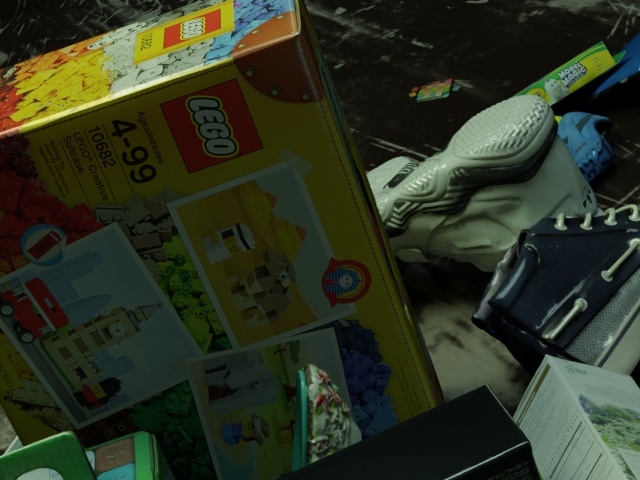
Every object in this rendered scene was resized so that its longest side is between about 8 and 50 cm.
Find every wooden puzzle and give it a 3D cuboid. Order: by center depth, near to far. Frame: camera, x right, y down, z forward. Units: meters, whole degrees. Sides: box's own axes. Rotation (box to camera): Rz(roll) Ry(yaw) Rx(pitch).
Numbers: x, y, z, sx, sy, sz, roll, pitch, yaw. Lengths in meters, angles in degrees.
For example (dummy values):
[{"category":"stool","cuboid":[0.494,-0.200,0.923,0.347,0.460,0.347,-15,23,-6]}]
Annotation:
[{"category":"wooden puzzle","cuboid":[0.172,-0.226,2.085,0.083,0.006,0.049,-9,31,20]}]

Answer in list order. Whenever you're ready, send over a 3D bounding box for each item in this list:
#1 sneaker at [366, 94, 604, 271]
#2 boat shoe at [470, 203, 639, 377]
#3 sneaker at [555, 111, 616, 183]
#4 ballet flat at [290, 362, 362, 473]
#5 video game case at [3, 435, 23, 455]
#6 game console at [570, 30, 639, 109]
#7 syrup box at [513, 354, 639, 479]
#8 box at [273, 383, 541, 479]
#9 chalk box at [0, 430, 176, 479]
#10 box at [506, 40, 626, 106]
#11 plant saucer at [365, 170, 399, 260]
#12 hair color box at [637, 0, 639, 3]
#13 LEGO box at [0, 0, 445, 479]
[{"category":"sneaker","cuboid":[0.161,-0.004,1.567,0.366,0.210,0.137,-28,18,41]},{"category":"boat shoe","cuboid":[0.291,0.004,1.399,0.340,0.158,0.127,-52,-1,-29]},{"category":"sneaker","cuboid":[0.318,-0.098,1.715,0.082,0.069,0.209,-3,33,22]},{"category":"ballet flat","cuboid":[0.008,0.219,1.231,0.077,0.241,0.091,1,21,-9]},{"category":"video game case","cuboid":[-0.267,0.211,1.617,0.173,0.022,0.190,-5,33,26]},{"category":"game console","cuboid":[0.527,-0.247,1.875,0.250,0.173,0.293,33,54,19]},{"category":"syrup box","cuboid":[0.252,0.204,1.191,0.093,0.096,0.237,16,21,-19]},{"category":"box","cuboid":[0.062,0.263,1.155,0.261,0.184,0.103,-23,27,-5]},{"category":"chalk box","cuboid":[-0.191,0.293,1.156,0.180,0.289,0.179,-20,29,1]},{"category":"box","cuboid":[0.322,-0.211,1.874,0.179,0.043,0.105,-31,1,-13]},{"category":"plant saucer","cuboid":[0.000,0.000,1.783,0.277,0.041,0.278,-15,29,9]},{"category":"hair color box","cuboid":[0.493,-0.361,1.925,0.093,0.053,0.167,-41,1,8]},{"category":"LEGO box","cuboid":[-0.116,0.054,1.297,0.372,0.500,0.193,-18,29,5]}]
